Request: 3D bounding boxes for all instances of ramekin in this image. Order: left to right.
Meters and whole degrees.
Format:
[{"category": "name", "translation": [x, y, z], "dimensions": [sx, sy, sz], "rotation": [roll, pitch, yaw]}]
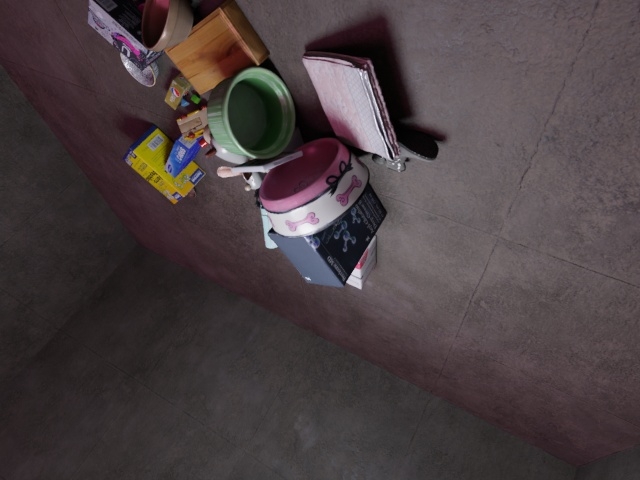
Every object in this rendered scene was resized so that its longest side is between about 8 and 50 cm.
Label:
[{"category": "ramekin", "translation": [-0.246, -0.437, 1.525], "dimensions": [0.148, 0.303, 0.303], "rotation": [9, 144, 43]}]

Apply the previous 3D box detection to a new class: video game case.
[{"category": "video game case", "translation": [-0.193, -0.282, 1.564], "dimensions": [0.201, 0.183, 0.023], "rotation": [8, 120, 47]}]

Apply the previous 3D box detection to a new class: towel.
[{"category": "towel", "translation": [0.093, -0.416, 1.355], "dimensions": [0.317, 0.053, 0.332], "rotation": [36, 161, 49]}]

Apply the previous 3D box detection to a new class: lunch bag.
[{"category": "lunch bag", "translation": [-0.178, -0.116, 1.951], "dimensions": [0.160, 0.262, 0.223], "rotation": [20, 133, 24]}]

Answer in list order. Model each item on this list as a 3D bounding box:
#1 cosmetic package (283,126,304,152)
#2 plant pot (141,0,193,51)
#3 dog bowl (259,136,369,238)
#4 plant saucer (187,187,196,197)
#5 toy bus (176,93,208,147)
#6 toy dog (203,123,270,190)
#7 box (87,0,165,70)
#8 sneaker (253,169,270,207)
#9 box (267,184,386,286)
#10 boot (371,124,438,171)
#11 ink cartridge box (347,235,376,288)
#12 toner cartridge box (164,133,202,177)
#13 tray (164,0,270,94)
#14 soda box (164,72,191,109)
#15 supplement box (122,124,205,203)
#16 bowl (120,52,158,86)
[{"category": "cosmetic package", "translation": [-0.198, -0.394, 1.729], "dimensions": [0.238, 0.127, 0.107], "rotation": [15, 148, 29]}, {"category": "plant pot", "translation": [-0.501, -0.742, 1.456], "dimensions": [0.109, 0.237, 0.237], "rotation": [5, 177, -43]}, {"category": "dog bowl", "translation": [-0.039, -0.203, 1.543], "dimensions": [0.408, 0.408, 0.150], "rotation": [3, 141, 44]}, {"category": "plant saucer", "translation": [-0.805, -0.324, 2.597], "dimensions": [0.168, 0.029, 0.168], "rotation": [25, 151, 15]}, {"category": "toy bus", "translation": [-0.511, -0.509, 1.887], "dimensions": [0.202, 0.191, 0.104], "rotation": [25, -172, 5]}, {"category": "toy dog", "translation": [-0.344, -0.306, 1.719], "dimensions": [0.220, 0.161, 0.334], "rotation": [-2, 138, 52]}, {"category": "box", "translation": [-0.692, -0.782, 1.593], "dimensions": [0.247, 0.163, 0.142], "rotation": [41, 150, -12]}, {"category": "sneaker", "translation": [-0.249, -0.244, 2.021], "dimensions": [0.109, 0.130, 0.286], "rotation": [30, 151, 11]}, {"category": "box", "translation": [0.038, -0.067, 1.708], "dimensions": [0.212, 0.395, 0.293], "rotation": [3, 140, 45]}, {"category": "boot", "translation": [0.278, -0.289, 1.449], "dimensions": [0.246, 0.083, 0.161], "rotation": [30, 158, 27]}, {"category": "ink cartridge box", "translation": [0.183, 0.090, 2.043], "dimensions": [0.100, 0.172, 0.237], "rotation": [22, 151, 22]}, {"category": "toner cartridge box", "translation": [-0.648, -0.437, 2.102], "dimensions": [0.075, 0.165, 0.348], "rotation": [42, 151, -13]}, {"category": "tray", "translation": [-0.378, -0.666, 1.543], "dimensions": [0.411, 0.076, 0.203], "rotation": [-1, 137, 47]}, {"category": "soda box", "translation": [-0.606, -0.632, 1.857], "dimensions": [0.061, 0.058, 0.181], "rotation": [42, 152, -15]}, {"category": "supplement box", "translation": [-0.833, -0.398, 2.329], "dimensions": [0.356, 0.195, 0.194], "rotation": [44, 151, -20]}, {"category": "bowl", "translation": [-0.728, -0.733, 1.802], "dimensions": [0.170, 0.080, 0.170], "rotation": [25, 151, 15]}]
